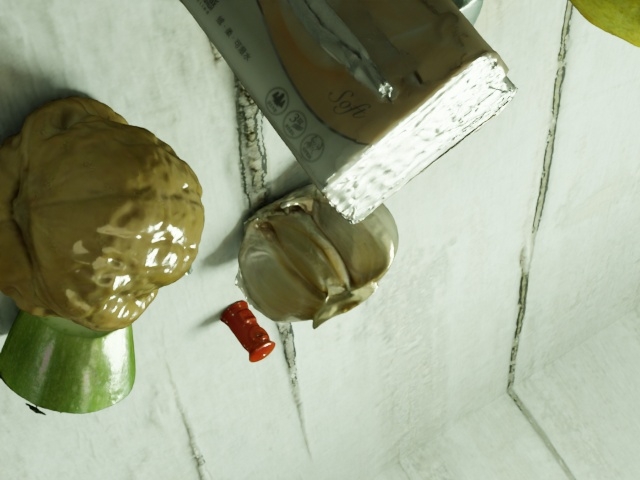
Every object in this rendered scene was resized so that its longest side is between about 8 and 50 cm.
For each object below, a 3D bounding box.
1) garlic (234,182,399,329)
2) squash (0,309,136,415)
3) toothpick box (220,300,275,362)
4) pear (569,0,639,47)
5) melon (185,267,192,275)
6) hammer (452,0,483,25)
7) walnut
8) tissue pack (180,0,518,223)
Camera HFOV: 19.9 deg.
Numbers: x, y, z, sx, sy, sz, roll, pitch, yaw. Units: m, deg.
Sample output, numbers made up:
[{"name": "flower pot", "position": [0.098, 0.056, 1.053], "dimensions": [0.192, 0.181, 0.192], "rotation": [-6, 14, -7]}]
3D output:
[{"name": "garlic", "position": [0.000, 0.000, 2.409], "dimensions": [0.229, 0.178, 0.143], "rotation": [-27, -163, 29]}, {"name": "squash", "position": [-0.297, 0.119, 2.177], "dimensions": [0.170, 0.170, 0.123], "rotation": [-20, 142, -35]}, {"name": "toothpick box", "position": [-0.101, 0.130, 2.581], "dimensions": [0.047, 0.083, 0.047], "rotation": [-31, 157, -15]}, {"name": "pear", "position": [0.401, -0.373, 2.009], "dimensions": [0.304, 0.304, 0.304], "rotation": [-30, 158, -14]}, {"name": "melon", "position": [-0.198, -0.034, 2.074], "dimensions": [0.093, 0.202, 0.139], "rotation": [-2, 110, -26]}, {"name": "hammer", "position": [0.094, -0.243, 2.154], "dimensions": [0.226, 0.041, 0.159], "rotation": [-26, 155, -25]}, {"name": "walnut", "position": [-0.237, -0.027, 1.882], "dimensions": [0.224, 0.257, 0.257], "rotation": [-9, 170, 26]}, {"name": "tissue pack", "position": [0.003, -0.212, 1.722], "dimensions": [0.238, 0.305, 0.238], "rotation": [-28, 156, -14]}]
